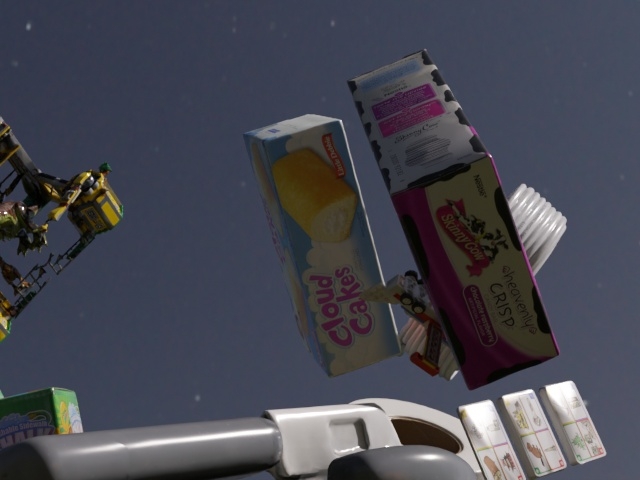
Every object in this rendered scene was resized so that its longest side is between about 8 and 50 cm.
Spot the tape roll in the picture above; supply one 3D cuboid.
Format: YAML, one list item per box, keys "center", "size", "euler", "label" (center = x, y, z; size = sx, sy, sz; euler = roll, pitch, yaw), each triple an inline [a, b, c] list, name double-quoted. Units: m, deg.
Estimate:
- center: [0.127, 0.361, 1.784]
  size: [0.246, 0.246, 0.169]
  euler: [10, -76, -16]
  label: "tape roll"

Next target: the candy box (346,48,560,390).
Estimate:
- center: [0.090, -0.025, 0.861]
  size: [0.071, 0.233, 0.159]
  euler: [-22, -64, 4]
  label: "candy box"

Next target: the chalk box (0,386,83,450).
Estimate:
- center: [-0.391, 0.282, 1.514]
  size: [0.179, 0.289, 0.180]
  euler: [-12, -6, -4]
  label: "chalk box"

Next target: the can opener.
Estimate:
- center: [-0.032, 0.120, 0.609]
  size: [0.280, 0.074, 0.093]
  euler: [4, -22, -46]
  label: "can opener"

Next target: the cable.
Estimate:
- center: [0.197, 0.052, 1.455]
  size: [0.089, 0.257, 0.257]
  euler: [38, -7, 7]
  label: "cable"

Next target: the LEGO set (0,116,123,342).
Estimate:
- center: [-0.445, -0.036, 1.570]
  size: [0.255, 0.331, 0.192]
  euler: [28, -26, 44]
  label: "LEGO set"

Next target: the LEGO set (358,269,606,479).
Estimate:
- center: [0.145, 0.105, 1.091]
  size: [0.182, 0.244, 0.060]
  euler: [-4, -24, -46]
  label: "LEGO set"

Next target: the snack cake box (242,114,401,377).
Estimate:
- center: [0.000, 0.000, 1.319]
  size: [0.089, 0.264, 0.152]
  euler: [-18, 11, -10]
  label: "snack cake box"
